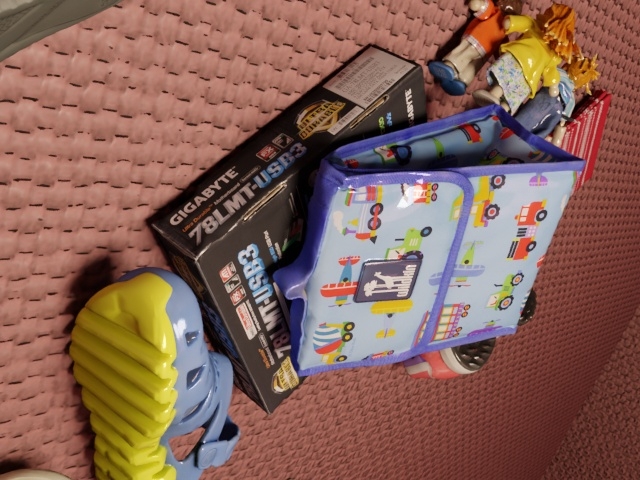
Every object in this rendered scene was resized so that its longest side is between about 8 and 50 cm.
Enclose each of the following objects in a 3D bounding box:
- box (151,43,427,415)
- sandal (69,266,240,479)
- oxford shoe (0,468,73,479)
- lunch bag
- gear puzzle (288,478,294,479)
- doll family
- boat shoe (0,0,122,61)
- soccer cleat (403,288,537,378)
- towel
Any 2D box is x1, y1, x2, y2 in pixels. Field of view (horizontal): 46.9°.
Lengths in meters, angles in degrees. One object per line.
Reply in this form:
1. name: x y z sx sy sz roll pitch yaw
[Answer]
1. box: 0.000 0.000 0.765 0.293 0.073 0.295 -41 144 -20
2. sandal: -0.138 0.138 0.677 0.138 0.126 0.317 -33 149 -37
3. oxford shoe: -0.322 0.398 0.661 0.130 0.169 0.449 -125 -125 -79
4. lunch bag: 0.082 0.004 0.724 0.293 0.138 0.221 -13 130 -32
5. gear puzzle: -0.130 0.498 1.050 0.339 0.044 0.175 -42 144 -20
6. doll family: 0.252 -0.176 0.860 0.163 0.118 0.263 -50 134 -12
7. boat shoe: -0.198 -0.146 0.373 0.320 0.103 0.118 -36 -173 -23
8. soccer cleat: 0.245 0.124 1.175 0.116 0.108 0.318 -28 -178 41
9. towel: 0.363 -0.101 1.179 0.275 0.031 0.199 -38 145 -22
